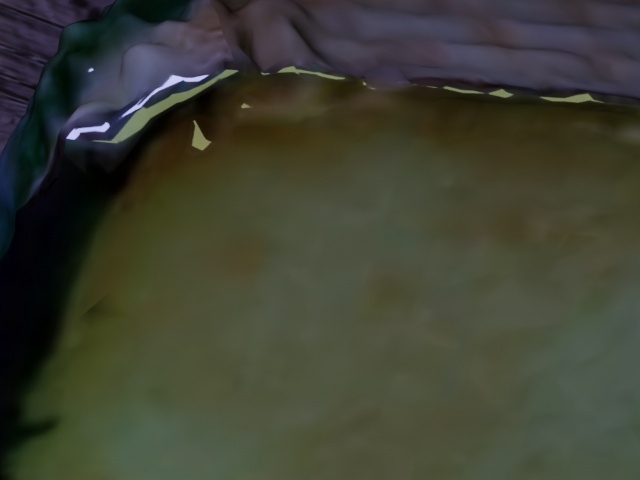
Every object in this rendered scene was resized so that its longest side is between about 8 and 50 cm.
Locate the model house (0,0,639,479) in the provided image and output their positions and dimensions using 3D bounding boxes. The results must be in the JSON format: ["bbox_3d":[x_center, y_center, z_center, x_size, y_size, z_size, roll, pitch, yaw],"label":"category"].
[{"bbox_3d":[0.000,0.000,0.952,0.395,0.400,0.445,3,128,-9],"label":"model house"}]
